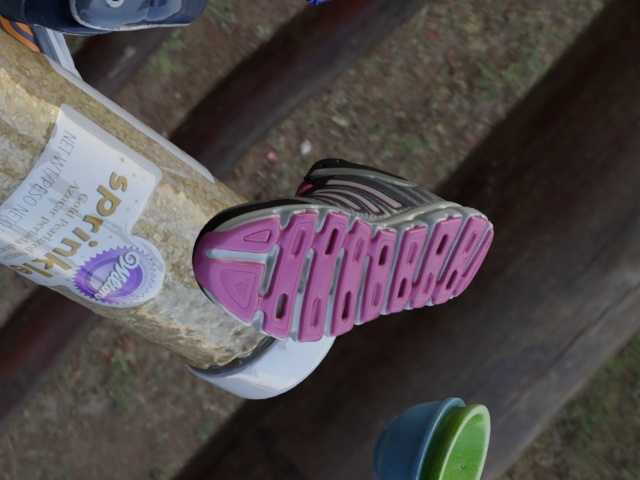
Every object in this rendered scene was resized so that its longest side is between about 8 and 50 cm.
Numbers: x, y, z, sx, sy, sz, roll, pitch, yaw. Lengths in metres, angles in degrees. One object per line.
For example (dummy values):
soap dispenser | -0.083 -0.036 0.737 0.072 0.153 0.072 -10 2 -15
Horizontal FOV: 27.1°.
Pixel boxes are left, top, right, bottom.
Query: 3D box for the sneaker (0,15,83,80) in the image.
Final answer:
sneaker | -0.344 -0.147 1.368 0.180 0.125 0.321 -40 104 -28

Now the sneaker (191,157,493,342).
sneaker | 0.000 0.000 0.606 0.170 0.075 0.063 -7 118 -44

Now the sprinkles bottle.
sprinkles bottle | -0.135 -0.019 0.810 0.121 0.121 0.355 -50 131 5

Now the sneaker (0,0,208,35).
sneaker | -0.092 -0.156 0.416 0.226 0.086 0.163 21 95 -49

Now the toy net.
toy net | 0.063 0.163 0.707 0.122 0.045 0.232 -68 156 -17

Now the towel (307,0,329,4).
towel | -0.036 -0.363 1.074 0.076 0.228 0.308 -1 111 -41
